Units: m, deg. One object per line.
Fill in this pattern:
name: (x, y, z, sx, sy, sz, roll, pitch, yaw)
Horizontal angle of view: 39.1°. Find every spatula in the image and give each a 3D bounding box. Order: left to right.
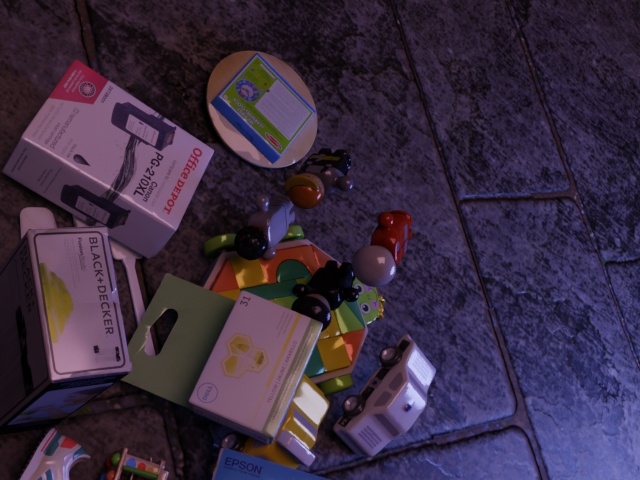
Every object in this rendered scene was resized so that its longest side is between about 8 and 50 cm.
spatula: (-0.313, 0.064, 1.235, 0.168, 0.019, 0.241, -2, 71, -40)

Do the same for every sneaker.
sneaker: (-0.334, 0.307, 1.080, 0.075, 0.057, 0.161, 31, 52, -11)

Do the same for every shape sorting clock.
shape sorting clock: (-0.096, -0.216, 1.489, 0.206, 0.040, 0.206, 14, 64, -31)

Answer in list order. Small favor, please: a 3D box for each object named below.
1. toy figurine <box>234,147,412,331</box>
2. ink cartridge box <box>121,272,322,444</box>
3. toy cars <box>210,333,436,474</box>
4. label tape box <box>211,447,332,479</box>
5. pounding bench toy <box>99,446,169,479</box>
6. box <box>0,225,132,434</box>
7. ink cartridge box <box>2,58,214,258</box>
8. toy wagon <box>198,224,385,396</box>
toy figurine: (0.000, 0.000, 1.256, 0.209, 0.213, 0.148, 47, 37, -7)
ink cartridge box: (-0.137, 0.146, 1.197, 0.235, 0.056, 0.171, 22, 65, 5)
toy cars: (0.031, 0.256, 1.282, 0.394, 0.087, 0.176, -11, 109, -36)
label tape box: (-0.063, 0.465, 1.112, 0.249, 0.115, 0.347, 18, 56, -4)
pounding bench toy: (-0.235, 0.294, 1.135, 0.065, 0.083, 0.052, 27, 57, -22)
box: (-0.319, 0.111, 1.032, 0.087, 0.290, 0.169, -2, 71, -35)
ink cartridge box: (-0.291, -0.112, 1.266, 0.237, 0.100, 0.172, 33, 49, -17)
toy wagon: (-0.028, 0.106, 1.369, 0.345, 0.068, 0.267, -9, 75, -36)
